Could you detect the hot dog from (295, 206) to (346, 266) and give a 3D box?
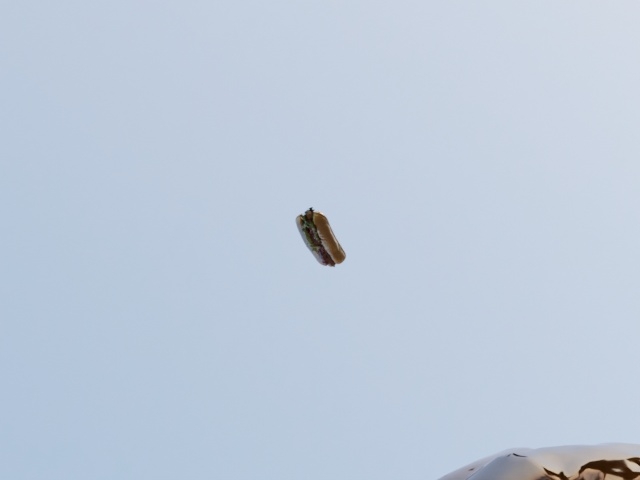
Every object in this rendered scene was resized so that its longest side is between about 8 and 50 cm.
[{"bbox_3d":[0.000,0.000,1.537,0.083,0.037,0.021,57,-148,-42],"label":"hot dog"}]

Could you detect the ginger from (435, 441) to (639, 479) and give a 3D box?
[{"bbox_3d":[0.166,0.180,0.770,0.321,0.172,0.165,1,-58,2],"label":"ginger"}]
